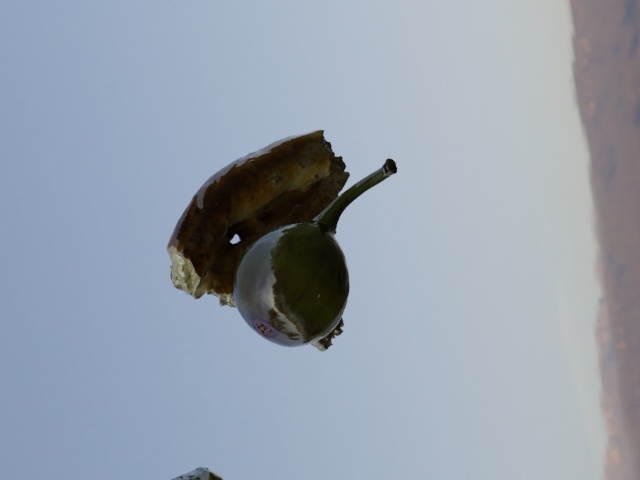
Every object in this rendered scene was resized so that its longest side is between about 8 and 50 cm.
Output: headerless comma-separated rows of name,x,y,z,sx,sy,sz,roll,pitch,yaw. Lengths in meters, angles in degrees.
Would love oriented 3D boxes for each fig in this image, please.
fig,0.000,0.000,1.320,0.236,0.124,0.124,-57,-35,-20

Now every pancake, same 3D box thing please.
pancake,-0.036,0.005,1.416,0.244,0.266,0.057,53,155,18

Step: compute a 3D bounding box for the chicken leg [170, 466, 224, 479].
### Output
chicken leg,-0.146,0.292,1.240,0.088,0.227,0.103,44,-127,5
